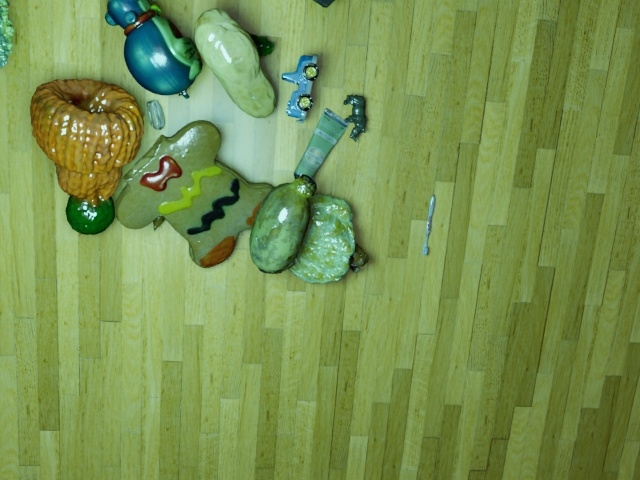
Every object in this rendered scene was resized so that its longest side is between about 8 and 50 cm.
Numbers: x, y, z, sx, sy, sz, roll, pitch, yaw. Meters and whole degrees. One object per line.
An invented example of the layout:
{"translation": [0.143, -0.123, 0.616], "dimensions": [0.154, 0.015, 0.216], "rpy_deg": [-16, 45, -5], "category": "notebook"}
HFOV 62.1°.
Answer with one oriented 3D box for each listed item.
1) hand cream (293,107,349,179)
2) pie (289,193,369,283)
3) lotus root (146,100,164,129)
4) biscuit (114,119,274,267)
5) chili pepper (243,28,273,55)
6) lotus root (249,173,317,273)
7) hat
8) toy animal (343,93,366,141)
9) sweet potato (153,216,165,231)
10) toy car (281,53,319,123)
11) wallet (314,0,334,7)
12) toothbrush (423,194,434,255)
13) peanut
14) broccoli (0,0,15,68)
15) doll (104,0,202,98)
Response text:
{"translation": [-0.008, -0.269, 1.565], "dimensions": [0.086, 0.055, 0.235], "rpy_deg": [31, 89, -16], "category": "hand cream"}
{"translation": [-0.009, 0.000, 1.594], "dimensions": [0.257, 0.105, 0.274], "rpy_deg": [-18, 101, 9], "category": "pie"}
{"translation": [-0.468, -0.355, 1.509], "dimensions": [0.037, 0.030, 0.083], "rpy_deg": [-6, 101, 28], "category": "lotus root"}
{"translation": [-0.343, -0.104, 1.478], "dimensions": [0.368, 0.076, 0.394], "rpy_deg": [-42, 127, 3], "category": "biscuit"}
{"translation": [-0.237, -0.558, 1.475], "dimensions": [0.216, 0.062, 0.108], "rpy_deg": [6, 101, -9], "category": "chili pepper"}
{"translation": [-0.109, -0.049, 1.485], "dimensions": [0.173, 0.173, 0.309], "rpy_deg": [19, 112, -9], "category": "lotus root"}
{"translation": [-0.613, -0.224, 1.448], "dimensions": [0.285, 0.285, 0.400], "rpy_deg": [5, 133, -7], "category": "hat"}
{"translation": [0.105, -0.357, 1.557], "dimensions": [0.065, 0.047, 0.136], "rpy_deg": [-4, 96, -17], "category": "toy animal"}
{"translation": [-0.450, -0.159, 1.534], "dimensions": [0.067, 0.067, 0.274], "rpy_deg": [10, 98, -8], "category": "sweet potato"}
{"translation": [-0.065, -0.432, 1.499], "dimensions": [0.100, 0.097, 0.191], "rpy_deg": [12, 100, -7], "category": "toy car"}
{"translation": [0.072, -0.757, 1.440], "dimensions": [0.285, 0.030, 0.146], "rpy_deg": [-44, 58, 5], "category": "wallet"}
{"translation": [0.340, -0.048, 1.661], "dimensions": [0.013, 0.019, 0.193], "rpy_deg": [5, 99, -6], "category": "toothbrush"}
{"translation": [-0.218, -0.460, 1.417], "dimensions": [0.147, 0.147, 0.319], "rpy_deg": [-31, 127, 1], "category": "peanut"}
{"translation": [-0.924, -0.531, 1.343], "dimensions": [0.375, 0.302, 0.249], "rpy_deg": [-9, 127, 23], "category": "broccoli"}
{"translation": [-0.435, -0.519, 1.392], "dimensions": [0.186, 0.198, 0.322], "rpy_deg": [-29, 102, 6], "category": "doll"}
